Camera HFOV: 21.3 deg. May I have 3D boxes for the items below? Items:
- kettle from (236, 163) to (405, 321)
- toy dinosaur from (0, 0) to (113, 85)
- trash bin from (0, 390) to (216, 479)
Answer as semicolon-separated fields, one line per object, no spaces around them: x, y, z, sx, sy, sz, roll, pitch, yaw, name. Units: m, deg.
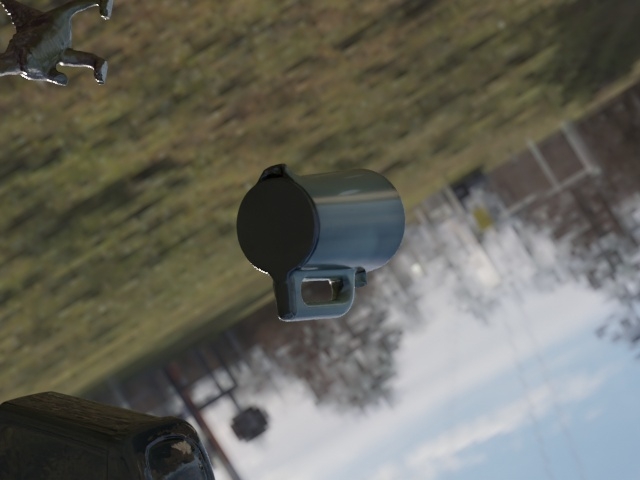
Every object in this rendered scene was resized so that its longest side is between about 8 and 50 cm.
-0.004;-0.004;1.554;0.148;0.098;0.126;-7;122;-58;kettle
-0.338;-0.247;1.976;0.200;0.072;0.251;0;-133;6;toy dinosaur
-0.208;0.246;1.627;0.236;0.176;0.101;10;-166;39;trash bin
